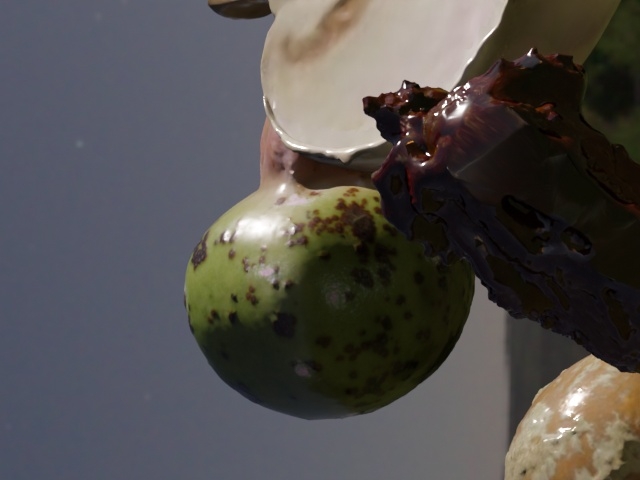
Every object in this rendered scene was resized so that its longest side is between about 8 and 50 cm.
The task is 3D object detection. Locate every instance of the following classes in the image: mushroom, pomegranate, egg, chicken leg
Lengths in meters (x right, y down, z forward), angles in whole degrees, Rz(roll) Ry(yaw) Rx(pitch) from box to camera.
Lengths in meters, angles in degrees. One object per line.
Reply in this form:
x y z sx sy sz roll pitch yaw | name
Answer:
0.060 -0.106 0.973 0.173 0.236 0.162 20 -92 -48 | mushroom
0.000 0.000 1.197 0.214 0.214 0.248 -34 -68 -76 | pomegranate
0.277 0.207 1.557 0.245 0.203 0.203 -63 -14 -1 | egg
0.111 0.000 0.568 0.089 0.219 0.048 -62 -12 3 | chicken leg
